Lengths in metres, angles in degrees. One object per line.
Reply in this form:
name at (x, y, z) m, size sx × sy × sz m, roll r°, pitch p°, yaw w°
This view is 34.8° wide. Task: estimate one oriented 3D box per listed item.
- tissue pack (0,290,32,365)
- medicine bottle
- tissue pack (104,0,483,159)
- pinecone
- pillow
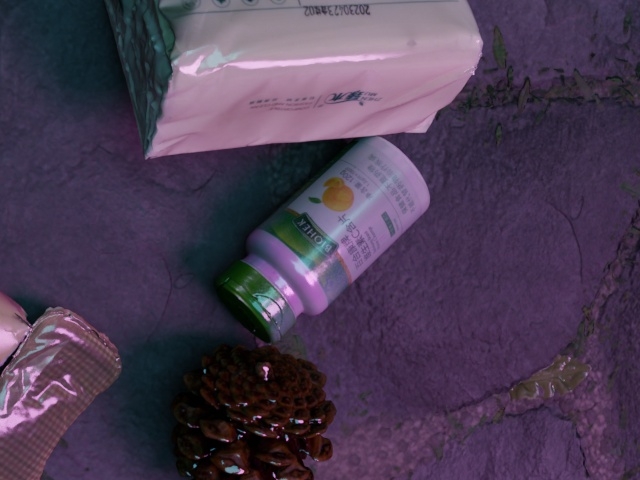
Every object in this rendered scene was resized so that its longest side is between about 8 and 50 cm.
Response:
tissue pack at (-0.470, 0.088, 1.073) m, size 0.256 × 0.123 × 0.215 m, roll 44°, pitch 73°, yaw -24°
medicine bottle at (0.000, 0.000, 1.259) m, size 0.274 × 0.133 × 0.133 m, roll -44°, pitch 104°, yaw -16°
tissue pack at (-0.041, -0.270, 1.176) m, size 0.380 × 0.207 × 0.297 m, roll -6°, pitch 68°, yaw -22°
pinecone at (-0.084, 0.224, 1.197) m, size 0.207 × 0.207 × 0.208 m, roll 0°, pitch 89°, yaw -22°
pillow at (-0.323, 0.183, 1.162) m, size 0.135 × 0.034 × 0.211 m, roll 45°, pitch 74°, yaw -34°
